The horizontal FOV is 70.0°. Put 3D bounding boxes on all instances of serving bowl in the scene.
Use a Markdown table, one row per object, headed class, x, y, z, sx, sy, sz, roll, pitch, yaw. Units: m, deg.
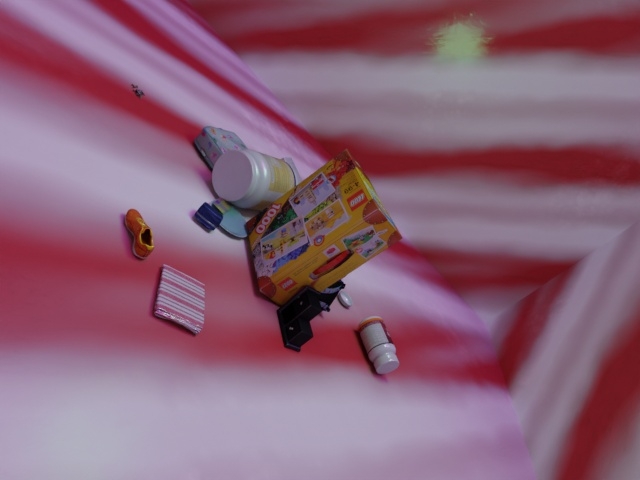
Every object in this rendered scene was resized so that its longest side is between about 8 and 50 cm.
| class | x | y | z | sx | sy | sz | roll | pitch | yaw |
| --- | --- | --- | --- | --- | --- | --- | --- | --- | --- |
| serving bowl | 0.110 | 0.270 | 2.081 | 0.083 | 0.027 | 0.083 | 41 | 23 | -21 |

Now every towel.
| class | x | y | z | sx | sy | sz | roll | pitch | yaw |
| --- | --- | --- | --- | --- | --- | --- | --- | --- | --- |
| towel | -0.379 | -0.133 | 1.758 | 0.060 | 0.009 | 0.083 | 46 | 22 | -10 |
| towel | -0.389 | 0.160 | 1.272 | 0.144 | 0.029 | 0.197 | 36 | 22 | -31 |

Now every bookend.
| class | x | y | z | sx | sy | sz | roll | pitch | yaw |
| --- | --- | --- | --- | --- | --- | --- | --- | --- | --- |
| bookend | -0.061 | 0.267 | 1.560 | 0.072 | 0.156 | 0.157 | 31 | 27 | -39 |

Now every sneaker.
| class | x | y | z | sx | sy | sz | roll | pitch | yaw |
| --- | --- | --- | --- | --- | --- | --- | --- | --- | --- |
| sneaker | -0.508 | -0.029 | 1.304 | 0.064 | 0.067 | 0.175 | 15 | 37 | -53 |

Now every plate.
| class | x | y | z | sx | sy | sz | roll | pitch | yaw |
| --- | --- | --- | --- | --- | --- | --- | --- | --- | --- |
| plate | -0.355 | -0.080 | 1.763 | 0.188 | 0.024 | 0.188 | 40 | 22 | -20 |

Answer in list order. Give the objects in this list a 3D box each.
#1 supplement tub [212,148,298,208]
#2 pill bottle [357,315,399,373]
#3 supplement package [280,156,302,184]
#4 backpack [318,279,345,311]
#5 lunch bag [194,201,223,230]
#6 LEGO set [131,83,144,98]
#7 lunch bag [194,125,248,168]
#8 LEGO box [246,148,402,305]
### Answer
| class | x | y | z | sx | sy | sz | roll | pitch | yaw |
| --- | --- | --- | --- | --- | --- | --- | --- | --- | --- |
| supplement tub | -0.270 | -0.249 | 1.924 | 0.241 | 0.241 | 0.331 | 56 | 21 | 18 |
| pill bottle | 0.244 | 0.438 | 1.923 | 0.121 | 0.121 | 0.221 | 30 | 28 | -41 |
| supplement package | -0.175 | -0.333 | 2.400 | 0.180 | 0.105 | 0.105 | 64 | 20 | 0 |
| backpack | -0.012 | 0.193 | 1.793 | 0.117 | 0.158 | 0.173 | 41 | 15 | 36 |
| lunch bag | -0.396 | -0.080 | 1.625 | 0.098 | 0.065 | 0.067 | 41 | 6 | -16 |
| LEGO set | -0.758 | -0.626 | 1.905 | 0.083 | 0.023 | 0.054 | 51 | 21 | 6 |
| lunch bag | -0.422 | -0.388 | 2.048 | 0.224 | 0.107 | 0.279 | 56 | 22 | 11 |
| LEGO box | -0.007 | -0.039 | 1.694 | 0.193 | 0.500 | 0.373 | 42 | 19 | -42 |
